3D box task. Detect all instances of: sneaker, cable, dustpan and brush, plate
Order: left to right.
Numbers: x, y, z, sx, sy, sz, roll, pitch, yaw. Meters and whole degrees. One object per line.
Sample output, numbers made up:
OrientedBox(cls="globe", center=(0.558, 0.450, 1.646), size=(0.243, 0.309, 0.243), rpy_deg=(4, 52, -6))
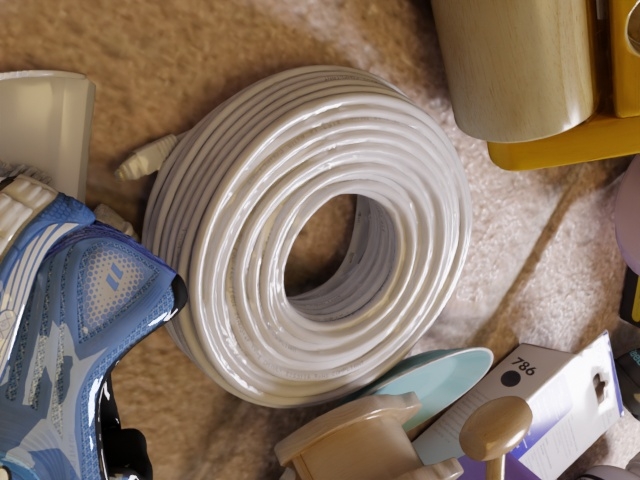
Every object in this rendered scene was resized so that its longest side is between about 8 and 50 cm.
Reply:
OrientedBox(cls="dustpan and brush", center=(-0.225, -0.025, 0.394), size=(0.211, 0.060, 0.147), rpy_deg=(-1, 112, -34))
OrientedBox(cls="sneaker", center=(-0.170, 0.140, 0.380), size=(0.147, 0.130, 0.330), rpy_deg=(25, 95, -18))
OrientedBox(cls="cable", center=(0.000, 0.000, 0.540), size=(0.257, 0.089, 0.257), rpy_deg=(-38, 127, -14))
OrientedBox(cls="plate", center=(0.070, 0.143, 0.660), size=(0.188, 0.024, 0.188), rpy_deg=(-23, 152, -13))
OrientedBox(cls="sneaker", center=(0.463, 0.201, 0.930), size=(0.106, 0.101, 0.267), rpy_deg=(-46, 131, 14))

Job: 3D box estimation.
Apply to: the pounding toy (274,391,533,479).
OrientedBox(cls="pounding toy", center=(0.042, 0.219, 0.566), size=(0.154, 0.155, 0.269), rpy_deg=(-7, 145, -43))

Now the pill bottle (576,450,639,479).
OrientedBox(cls="pill bottle", center=(0.347, 0.413, 0.910), size=(0.323, 0.181, 0.181), rpy_deg=(-36, 127, -15))

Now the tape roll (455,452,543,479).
OrientedBox(cls="tape roll", center=(0.159, 0.309, 0.721), size=(0.189, 0.080, 0.189), rpy_deg=(-15, 119, -28))

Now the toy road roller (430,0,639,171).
OrientedBox(cls="toy road roller", center=(0.255, -0.214, 0.579), size=(0.329, 0.241, 0.203), rpy_deg=(-10, 125, 12))

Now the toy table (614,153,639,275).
OrientedBox(cls="toy table", center=(0.397, -0.097, 0.684), size=(0.274, 0.252, 0.161), rpy_deg=(-53, 146, -16))

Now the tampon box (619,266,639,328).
OrientedBox(cls="tampon box", center=(0.454, 0.040, 0.859), size=(0.161, 0.101, 0.120), rpy_deg=(-16, 119, -27))

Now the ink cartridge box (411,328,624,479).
OrientedBox(cls="ink cartridge box", center=(0.192, 0.237, 0.799), size=(0.332, 0.065, 0.165), rpy_deg=(-36, 127, -14))
